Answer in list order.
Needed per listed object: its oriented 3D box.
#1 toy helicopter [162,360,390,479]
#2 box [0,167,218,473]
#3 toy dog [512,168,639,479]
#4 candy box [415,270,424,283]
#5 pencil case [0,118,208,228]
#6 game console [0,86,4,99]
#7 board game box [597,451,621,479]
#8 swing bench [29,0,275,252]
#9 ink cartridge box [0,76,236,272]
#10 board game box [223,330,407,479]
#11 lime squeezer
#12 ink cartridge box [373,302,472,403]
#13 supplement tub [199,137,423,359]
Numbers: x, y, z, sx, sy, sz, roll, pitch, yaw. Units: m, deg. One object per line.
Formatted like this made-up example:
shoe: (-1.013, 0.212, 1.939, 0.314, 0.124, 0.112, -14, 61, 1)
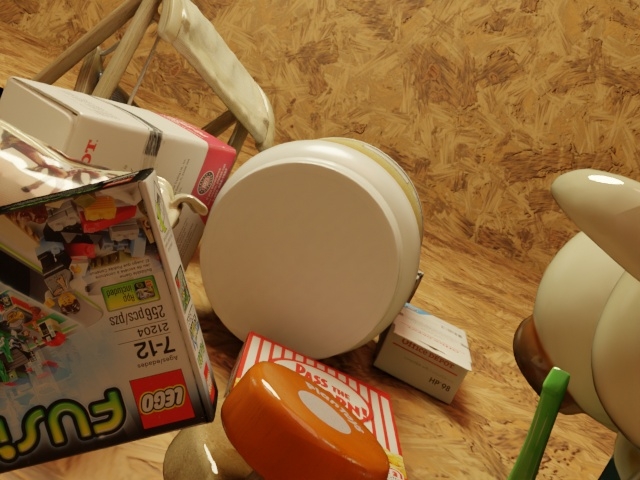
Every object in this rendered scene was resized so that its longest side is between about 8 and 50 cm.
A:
toy helicopter: (0.065, 0.211, 0.448, 0.355, 0.140, 0.235, 38, 4, 10)
box: (-0.159, 0.048, 0.369, 0.207, 0.114, 0.036, -14, 13, 0)
toy dog: (0.293, 0.099, 0.647, 0.395, 0.285, 0.408, 28, 4, -3)
candy box: (0.033, 0.034, 1.272, 0.233, 0.071, 0.159, 27, 10, 12)
pencil case: (-0.297, -0.045, 0.602, 0.410, 0.184, 0.160, 26, 10, -4)
game console: (-0.501, -0.235, 1.420, 0.213, 0.044, 0.361, 23, 10, -16)
board game box: (0.370, 0.313, 0.684, 0.336, 0.079, 0.253, 30, 12, 23)
swing bench: (-0.193, -0.159, 1.008, 0.165, 0.255, 0.253, 33, -7, 34)
ink cartridge box: (-0.213, -0.045, 0.812, 0.100, 0.172, 0.237, 30, 12, 26)
board game box: (-0.010, 0.150, 0.682, 0.146, 0.045, 0.193, 25, 10, -5)
lime squeezer: (0.167, 0.209, 0.687, 0.058, 0.110, 0.310, 12, -27, 24)
ink cartridge box: (0.123, 0.136, 1.017, 0.104, 0.060, 0.180, 27, 10, 3)
supplement tub: (0.000, 0.000, 0.935, 0.228, 0.228, 0.316, 26, 10, 4)
